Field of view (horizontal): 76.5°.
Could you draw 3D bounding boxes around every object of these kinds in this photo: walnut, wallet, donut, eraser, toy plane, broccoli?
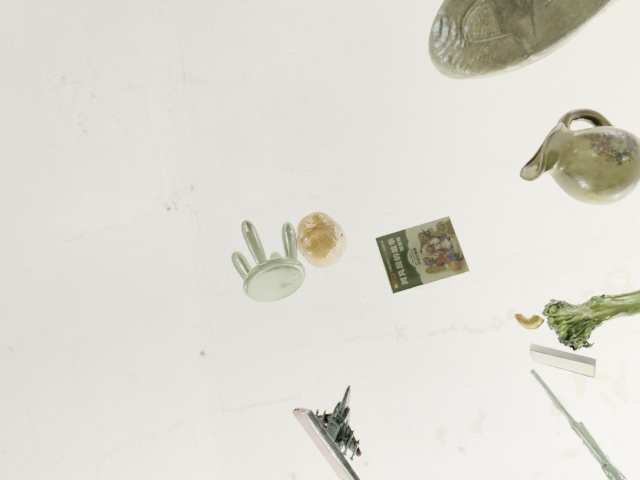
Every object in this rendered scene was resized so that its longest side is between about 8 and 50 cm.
[{"bbox_3d":[0.000,0.000,1.473,0.193,0.226,0.193,-4,-107,12],"label":"walnut"},{"bbox_3d":[0.013,0.548,1.084,0.025,0.119,0.232,-35,-90,-32],"label":"wallet"},{"bbox_3d":[0.707,0.267,1.387,0.037,0.083,0.067,28,-75,-40],"label":"donut"},{"bbox_3d":[0.639,0.317,1.072,0.104,0.150,0.023,48,-121,-45],"label":"eraser"},{"bbox_3d":[0.061,0.637,1.422,0.104,0.222,0.327,-29,-45,-47],"label":"toy plane"},{"bbox_3d":[0.801,0.205,1.154,0.145,0.304,0.165,-2,-115,-38],"label":"broccoli"}]

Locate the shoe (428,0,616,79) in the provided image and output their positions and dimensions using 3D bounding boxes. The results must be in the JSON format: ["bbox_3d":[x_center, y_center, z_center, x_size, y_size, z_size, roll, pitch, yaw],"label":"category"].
[{"bbox_3d":[0.298,-0.314,0.511,0.342,0.210,0.132,-32,-90,19],"label":"shoe"}]

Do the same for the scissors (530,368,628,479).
[{"bbox_3d":[0.448,0.364,0.596,0.029,0.384,0.256,-39,-46,13],"label":"scissors"}]

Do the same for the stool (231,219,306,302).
[{"bbox_3d":[-0.163,0.064,1.281,0.195,0.199,0.195,3,-48,-27],"label":"stool"}]

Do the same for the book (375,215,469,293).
[{"bbox_3d":[0.338,0.048,1.362,0.264,0.027,0.202,-16,-105,3],"label":"book"}]

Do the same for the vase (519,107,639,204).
[{"bbox_3d":[0.834,-0.288,1.289,0.302,0.241,0.330,20,-112,8],"label":"vase"}]
